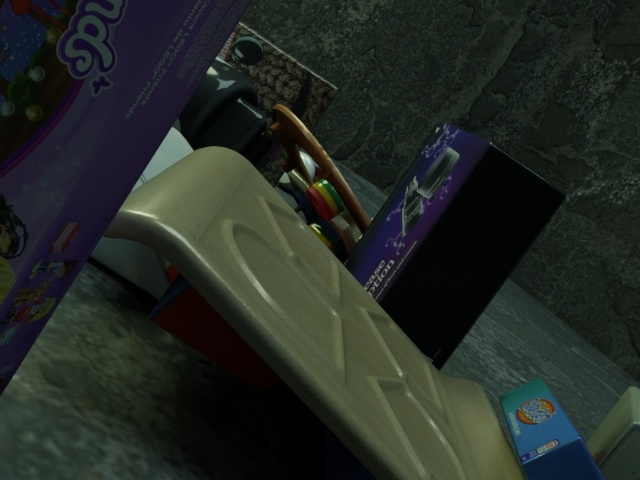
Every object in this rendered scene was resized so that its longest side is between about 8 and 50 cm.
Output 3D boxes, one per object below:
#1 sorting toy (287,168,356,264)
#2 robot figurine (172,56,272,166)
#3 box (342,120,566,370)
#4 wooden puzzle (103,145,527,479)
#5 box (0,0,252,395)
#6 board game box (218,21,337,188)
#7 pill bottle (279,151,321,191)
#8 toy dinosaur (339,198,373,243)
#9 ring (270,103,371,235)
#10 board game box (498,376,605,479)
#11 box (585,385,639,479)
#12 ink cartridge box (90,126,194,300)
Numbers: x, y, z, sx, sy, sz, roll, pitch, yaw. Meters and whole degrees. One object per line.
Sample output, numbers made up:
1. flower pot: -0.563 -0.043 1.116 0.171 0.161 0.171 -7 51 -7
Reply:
1. sorting toy: 0.000 0.000 0.999 0.132 0.046 0.274 48 -12 37
2. robot figurine: -0.200 -0.200 1.085 0.278 0.209 0.173 37 39 15
3. box: 0.115 0.015 0.818 0.103 0.261 0.184 32 9 -12
4. wooden puzzle: 0.002 0.080 0.562 0.348 0.080 0.322 43 9 -9
5. box: -0.159 -0.094 0.331 0.201 0.293 0.057 35 8 8
6. board game box: -0.158 -0.247 1.294 0.291 0.232 0.141 31 10 -15
7. pill bottle: -0.040 -0.142 1.616 0.086 0.086 0.152 38 11 22
8. toy dinosaur: 0.129 0.042 1.282 0.313 0.121 0.160 43 24 22
9. ring: 0.015 -0.040 1.079 0.337 0.032 0.336 56 -6 10
10. board game box: 0.202 0.205 0.591 0.160 0.047 0.210 62 8 3
11. box: 0.387 0.273 0.879 0.148 0.121 0.311 38 10 21
12. ink cartridge box: -0.143 -0.039 0.741 0.385 0.091 0.308 32 9 -6
